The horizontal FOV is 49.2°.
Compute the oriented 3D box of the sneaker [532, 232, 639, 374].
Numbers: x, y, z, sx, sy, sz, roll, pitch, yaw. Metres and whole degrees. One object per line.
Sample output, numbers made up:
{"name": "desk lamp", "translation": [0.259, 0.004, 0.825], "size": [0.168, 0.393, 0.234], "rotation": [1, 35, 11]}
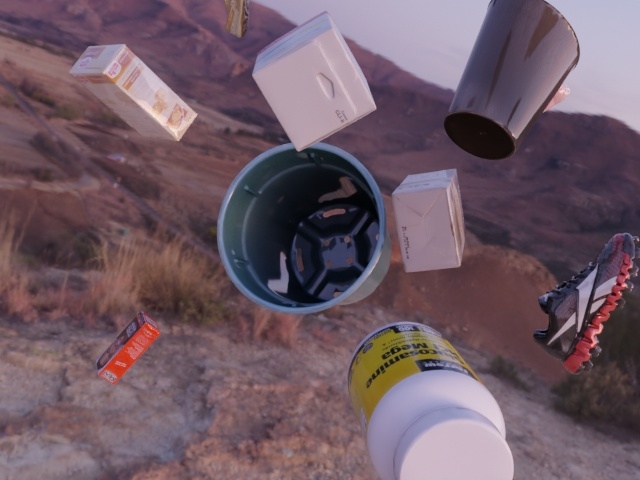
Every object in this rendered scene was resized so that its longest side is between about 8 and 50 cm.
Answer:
{"name": "sneaker", "translation": [0.480, 0.102, 1.282], "size": [0.135, 0.276, 0.098], "rotation": [26, 10, 15]}

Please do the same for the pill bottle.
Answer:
{"name": "pill bottle", "translation": [0.149, 0.249, 0.996], "size": [0.188, 0.187, 0.334], "rotation": [17, 8, -9]}

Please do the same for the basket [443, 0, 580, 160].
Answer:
{"name": "basket", "translation": [0.313, -0.260, 1.172], "size": [0.154, 0.226, 0.204], "rotation": [9, -26, 50]}

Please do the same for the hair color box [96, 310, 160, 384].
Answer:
{"name": "hair color box", "translation": [-0.396, 0.219, 1.435], "size": [0.043, 0.141, 0.072], "rotation": [43, -4, -26]}

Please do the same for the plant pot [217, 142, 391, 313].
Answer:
{"name": "plant pot", "translation": [0.000, 0.000, 1.500], "size": [0.341, 0.341, 0.334], "rotation": [23, -3, 18]}

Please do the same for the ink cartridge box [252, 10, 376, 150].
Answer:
{"name": "ink cartridge box", "translation": [-0.010, -0.231, 0.996], "size": [0.128, 0.127, 0.176], "rotation": [58, 11, -21]}

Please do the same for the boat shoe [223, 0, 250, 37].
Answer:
{"name": "boat shoe", "translation": [-0.159, -0.445, 1.317], "size": [0.045, 0.135, 0.050], "rotation": [18, 47, 3]}

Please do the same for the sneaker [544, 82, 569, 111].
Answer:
{"name": "sneaker", "translation": [0.481, -0.328, 1.450], "size": [0.134, 0.070, 0.051], "rotation": [74, -11, -54]}

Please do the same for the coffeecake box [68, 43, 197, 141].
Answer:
{"name": "coffeecake box", "translation": [-0.340, -0.267, 1.271], "size": [0.142, 0.068, 0.185], "rotation": [15, -21, 46]}

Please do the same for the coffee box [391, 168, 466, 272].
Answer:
{"name": "coffee box", "translation": [0.202, -0.044, 1.269], "size": [0.098, 0.141, 0.246], "rotation": [-7, 12, 15]}
